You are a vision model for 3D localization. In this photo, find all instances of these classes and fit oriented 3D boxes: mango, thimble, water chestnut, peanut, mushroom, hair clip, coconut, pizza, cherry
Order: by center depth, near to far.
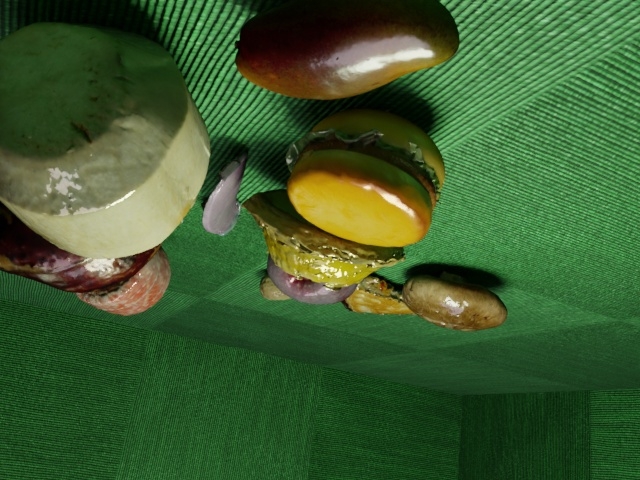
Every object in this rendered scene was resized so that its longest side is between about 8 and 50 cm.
[{"bbox_3d":[0.026,-0.224,0.708,0.267,0.111,0.133,0,143,27],"label":"mango"},{"bbox_3d":[-0.306,-0.133,0.850,0.323,0.323,0.323,7,161,3],"label":"coconut"},{"bbox_3d":[-0.449,-0.078,1.069,0.335,0.335,0.347,5,143,9],"label":"water chestnut"},{"bbox_3d":[-0.196,-0.077,1.228,0.110,0.095,0.359,-19,175,-16],"label":"hair clip"},{"bbox_3d":[-0.010,0.054,1.402,0.213,0.183,0.266,18,177,15],"label":"cherry"},{"bbox_3d":[-0.523,0.078,1.619,0.239,0.239,0.162,2,163,19],"label":"thimble"},{"bbox_3d":[0.346,0.162,1.619,0.278,0.146,0.278,13,166,3],"label":"mushroom"},{"bbox_3d":[0.176,0.151,1.767,0.288,0.074,0.251,-1,159,22],"label":"pizza"},{"bbox_3d":[-0.084,0.129,1.799,0.228,0.085,0.104,-8,164,36],"label":"peanut"}]

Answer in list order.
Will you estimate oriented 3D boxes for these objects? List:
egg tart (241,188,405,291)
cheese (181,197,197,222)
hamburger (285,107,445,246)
[{"bbox_3d":[0.000,0.000,1.142,0.315,0.120,0.315,18,-164,-5],"label":"egg tart"},{"bbox_3d":[-0.324,-0.085,1.342,0.127,0.054,0.251,14,161,-3],"label":"cheese"},{"bbox_3d":[0.073,-0.106,0.939,0.246,0.170,0.246,18,158,8],"label":"hamburger"}]
